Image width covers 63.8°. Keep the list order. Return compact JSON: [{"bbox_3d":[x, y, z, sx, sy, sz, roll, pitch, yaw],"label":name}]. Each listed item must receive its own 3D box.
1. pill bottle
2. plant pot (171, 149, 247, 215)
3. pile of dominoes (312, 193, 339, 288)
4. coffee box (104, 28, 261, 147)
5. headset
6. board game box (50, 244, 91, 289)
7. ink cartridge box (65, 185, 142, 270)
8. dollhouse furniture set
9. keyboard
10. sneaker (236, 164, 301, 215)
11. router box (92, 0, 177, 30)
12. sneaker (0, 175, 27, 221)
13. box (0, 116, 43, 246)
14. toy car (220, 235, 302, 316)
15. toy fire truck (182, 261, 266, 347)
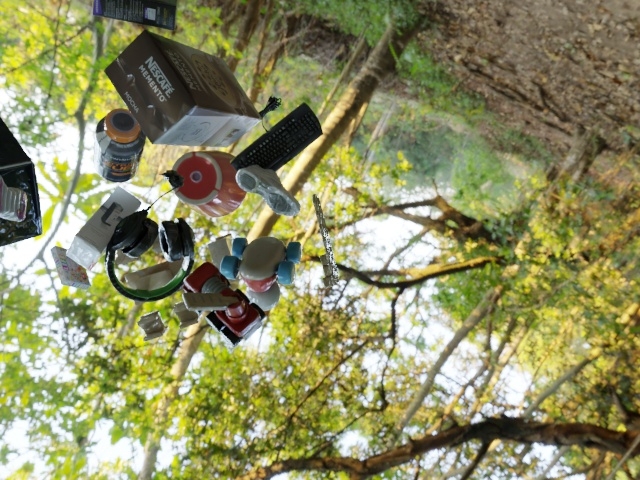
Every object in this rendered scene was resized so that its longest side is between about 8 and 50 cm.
[{"bbox_3d":[-0.552,-0.263,1.413,0.130,0.131,0.245,19,155,-18],"label":"pill bottle"},{"bbox_3d":[-0.430,-0.223,1.935,0.274,0.275,0.243,27,-177,5],"label":"plant pot"},{"bbox_3d":[0.000,0.000,1.365,0.040,0.252,0.196,-15,178,5],"label":"pile of dominoes"},{"bbox_3d":[-0.259,-0.289,1.035,0.168,0.118,0.297,57,-161,1],"label":"coffee box"},{"bbox_3d":[-0.461,-0.006,1.461,0.243,0.395,0.185,10,-170,-33],"label":"headset"},{"bbox_3d":[-0.852,0.093,1.756,0.154,0.026,0.103,57,-167,27],"label":"board game box"},{"bbox_3d":[-0.649,-0.037,1.549,0.092,0.158,0.218,39,-129,-14],"label":"ink cartridge box"},{"bbox_3d":[-0.501,0.116,1.898,0.393,0.363,0.256,-18,-176,-3],"label":"dollhouse furniture set"},{"bbox_3d":[-0.163,-0.339,1.676,0.202,0.317,0.033,52,-174,-9],"label":"keyboard"},{"bbox_3d":[-0.148,-0.173,1.645,0.232,0.090,0.115,38,-140,-1],"label":"sneaker"},{"bbox_3d":[-0.588,-0.787,1.669,0.242,0.081,0.309,5,-144,-16],"label":"router box"},{"bbox_3d":[-0.782,-0.100,1.198,0.104,0.095,0.236,2,168,-9],"label":"sneaker"},{"bbox_3d":[-1.105,-0.186,1.398,0.479,0.298,0.472,-23,-123,-38],"label":"box"},{"bbox_3d":[-0.179,0.130,1.640,0.218,0.238,0.210,5,-147,8],"label":"toy car"},{"bbox_3d":[-0.271,0.141,1.285,0.217,0.246,0.158,37,-115,24],"label":"toy fire truck"}]
